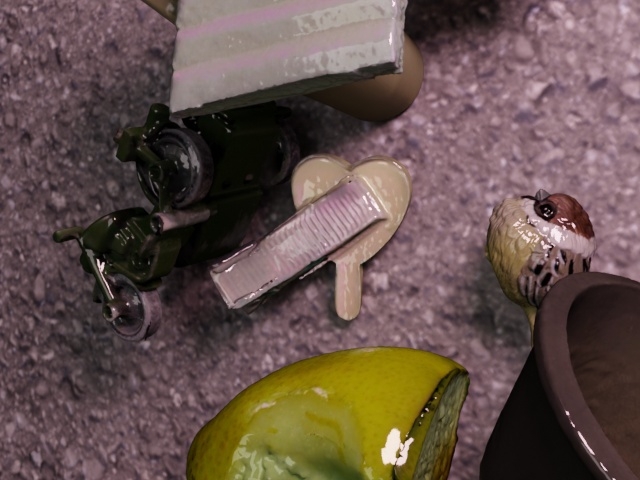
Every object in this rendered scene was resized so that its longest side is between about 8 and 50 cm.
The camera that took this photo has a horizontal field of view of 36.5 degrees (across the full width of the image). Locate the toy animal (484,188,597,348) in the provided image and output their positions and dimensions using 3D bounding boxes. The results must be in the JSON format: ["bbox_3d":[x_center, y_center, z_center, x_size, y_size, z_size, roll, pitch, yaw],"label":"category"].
[{"bbox_3d":[0.200,0.022,0.849,0.098,0.098,0.137,-19,93,25],"label":"toy animal"}]

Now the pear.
[{"bbox_3d":[-0.009,0.217,0.901,0.292,0.159,0.293,-4,83,30],"label":"pear"}]

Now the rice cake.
[{"bbox_3d":[-0.028,-0.192,0.742,0.198,0.037,0.189,1,84,26],"label":"rice cake"}]

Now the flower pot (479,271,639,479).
[{"bbox_3d":[0.234,0.172,0.750,0.269,0.269,0.166,54,132,21],"label":"flower pot"}]

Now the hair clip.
[{"bbox_3d":[0.002,0.002,0.956,0.218,0.071,0.159,-35,89,8],"label":"hair clip"}]

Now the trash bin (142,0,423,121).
[{"bbox_3d":[-0.037,-0.217,0.907,0.243,0.247,0.121,39,102,26],"label":"trash bin"}]

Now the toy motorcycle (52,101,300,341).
[{"bbox_3d":[-0.136,-0.039,0.983,0.127,0.205,0.275,40,122,22],"label":"toy motorcycle"}]
